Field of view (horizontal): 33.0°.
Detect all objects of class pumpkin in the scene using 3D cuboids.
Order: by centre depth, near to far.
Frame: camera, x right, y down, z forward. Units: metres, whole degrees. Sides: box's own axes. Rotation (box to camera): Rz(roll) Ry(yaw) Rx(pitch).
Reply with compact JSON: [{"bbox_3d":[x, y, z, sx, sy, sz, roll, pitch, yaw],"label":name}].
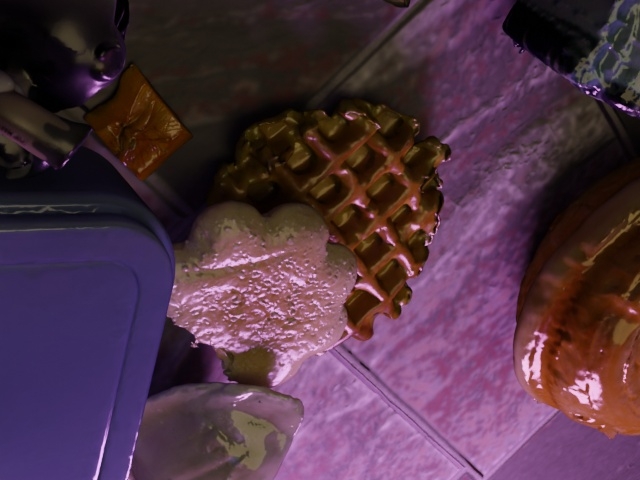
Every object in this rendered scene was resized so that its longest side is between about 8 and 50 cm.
[{"bbox_3d":[-0.164,-0.103,0.997,0.073,0.035,0.101,-45,131,-3],"label":"pumpkin"}]

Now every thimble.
[{"bbox_3d":[0.307,-0.217,1.093,0.237,0.237,0.150,12,112,-38],"label":"thimble"}]

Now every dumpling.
[{"bbox_3d":[-0.135,0.217,1.160,0.179,0.131,0.252,30,134,-26],"label":"dumpling"}]

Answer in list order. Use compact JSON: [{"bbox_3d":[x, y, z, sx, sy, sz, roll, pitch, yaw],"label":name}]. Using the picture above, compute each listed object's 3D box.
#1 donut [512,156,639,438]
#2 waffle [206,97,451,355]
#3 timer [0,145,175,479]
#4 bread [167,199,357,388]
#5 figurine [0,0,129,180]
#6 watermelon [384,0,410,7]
[{"bbox_3d":[0.444,0.078,1.398,0.448,0.198,0.449,-16,133,-18],"label":"donut"},{"bbox_3d":[0.000,0.000,1.152,0.302,0.068,0.325,-5,121,-31],"label":"waffle"},{"bbox_3d":[-0.332,0.094,0.925,0.394,0.173,0.395,-18,130,-23],"label":"timer"},{"bbox_3d":[-0.052,0.051,1.078,0.181,0.039,0.251,-35,135,3],"label":"bread"},{"bbox_3d":[-0.223,-0.168,0.833,0.145,0.145,0.222,44,53,-43],"label":"figurine"},{"bbox_3d":[0.065,-0.310,0.973,0.075,0.092,0.182,-28,124,-33],"label":"watermelon"}]
